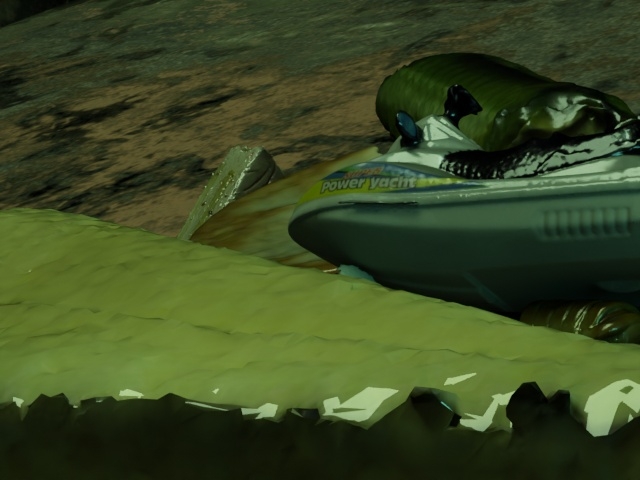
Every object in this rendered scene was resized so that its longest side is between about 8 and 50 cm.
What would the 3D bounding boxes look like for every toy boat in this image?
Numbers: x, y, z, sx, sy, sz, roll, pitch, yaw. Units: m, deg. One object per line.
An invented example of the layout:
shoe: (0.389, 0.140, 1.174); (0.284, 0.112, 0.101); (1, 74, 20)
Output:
toy boat: (0.112, -0.024, 1.188); (0.269, 0.140, 0.141); (12, 30, 32)

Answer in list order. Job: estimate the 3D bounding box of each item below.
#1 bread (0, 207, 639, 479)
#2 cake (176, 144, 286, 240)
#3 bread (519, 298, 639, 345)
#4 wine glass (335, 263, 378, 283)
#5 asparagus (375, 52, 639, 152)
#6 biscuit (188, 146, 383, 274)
bread: (-0.087, 0.172, 0.493); (0.242, 0.345, 0.405); (-17, 22, -29)
cake: (-0.081, -0.025, 1.560); (0.121, 0.065, 0.052); (-36, 22, -32)
bread: (0.152, 0.050, 1.131); (0.049, 0.033, 0.088); (-21, 16, -37)
wine glass: (-0.012, 0.077, 1.118); (0.079, 0.079, 0.195); (-11, 18, 17)
asparagus: (0.139, -0.077, 1.428); (0.128, 0.108, 0.382); (-18, 16, -8)
biscuit: (0.000, 0.000, 1.421); (0.205, 0.040, 0.309); (-19, 16, -9)
